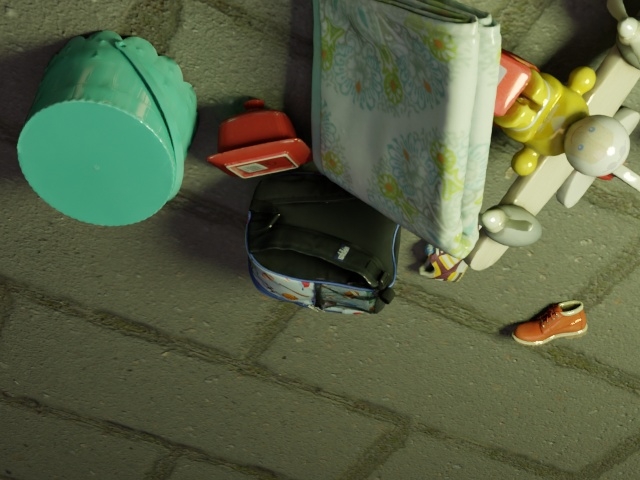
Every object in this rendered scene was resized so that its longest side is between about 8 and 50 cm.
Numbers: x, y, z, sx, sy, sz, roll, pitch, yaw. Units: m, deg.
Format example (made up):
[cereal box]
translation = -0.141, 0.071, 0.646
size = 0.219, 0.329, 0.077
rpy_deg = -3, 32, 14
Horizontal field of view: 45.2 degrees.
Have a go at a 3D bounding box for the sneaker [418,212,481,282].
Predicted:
[sneaker]
translation = 0.245, 0.010, 1.455
size = 0.084, 0.069, 0.185
rpy_deg = 6, 132, -10

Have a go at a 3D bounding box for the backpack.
[backpack]
translation = 0.000, 0.000, 1.349
size = 0.263, 0.276, 0.213
rpy_deg = 11, 146, -3

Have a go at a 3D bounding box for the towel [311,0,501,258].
[towel]
translation = 0.106, -0.191, 1.110
size = 0.090, 0.320, 0.374
rpy_deg = -25, 133, -26

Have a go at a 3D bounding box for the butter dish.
[butter dish]
translation = -0.103, -0.177, 1.272
size = 0.160, 0.118, 0.160
rpy_deg = -11, 173, 9

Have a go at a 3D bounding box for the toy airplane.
[toy airplane]
translation = 0.374, -0.157, 1.154
size = 0.384, 0.272, 0.386
rpy_deg = -16, 119, -9

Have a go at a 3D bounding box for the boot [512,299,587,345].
[boot]
translation = 0.476, 0.169, 1.606
size = 0.158, 0.059, 0.084
rpy_deg = -14, 128, 3

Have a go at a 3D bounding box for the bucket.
[bucket]
translation = -0.336, -0.170, 1.234
size = 0.281, 0.183, 0.281
rpy_deg = 1, 133, 1
